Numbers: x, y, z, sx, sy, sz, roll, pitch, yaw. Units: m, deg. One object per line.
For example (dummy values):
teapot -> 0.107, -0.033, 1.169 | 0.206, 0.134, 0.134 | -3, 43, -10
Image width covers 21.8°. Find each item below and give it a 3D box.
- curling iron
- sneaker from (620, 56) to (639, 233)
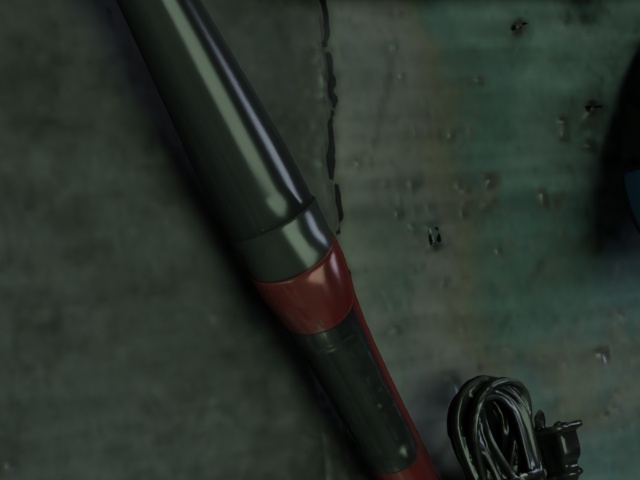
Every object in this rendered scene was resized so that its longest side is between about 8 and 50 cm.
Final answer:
curling iron -> 0.000, 0.000, 0.520 | 0.068, 0.035, 0.274 | -44, 107, -32
sneaker -> 0.239, -0.098, 0.624 | 0.140, 0.125, 0.341 | 49, 64, -19
